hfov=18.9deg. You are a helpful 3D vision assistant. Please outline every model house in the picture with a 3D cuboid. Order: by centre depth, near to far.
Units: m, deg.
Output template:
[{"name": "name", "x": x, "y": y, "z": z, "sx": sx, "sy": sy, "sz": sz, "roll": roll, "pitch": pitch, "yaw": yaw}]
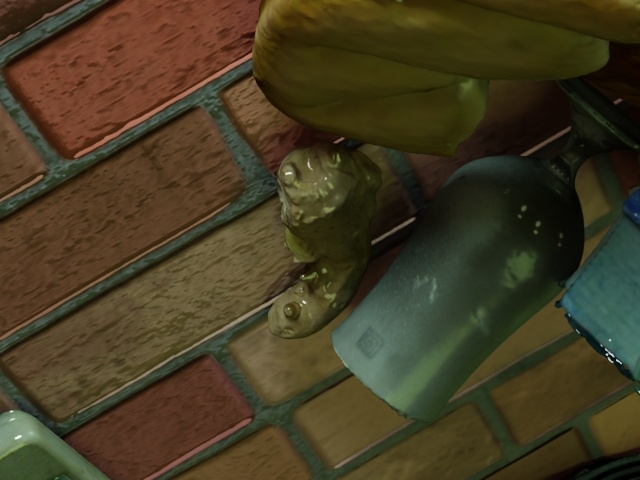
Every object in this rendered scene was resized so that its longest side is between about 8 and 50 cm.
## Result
[{"name": "model house", "x": 0.235, "y": 0.003, "z": 1.152, "sx": 0.148, "sy": 0.119, "sz": 0.148, "roll": -5, "pitch": 128, "yaw": -44}]

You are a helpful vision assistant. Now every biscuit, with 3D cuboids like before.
[{"name": "biscuit", "x": 0.054, "y": -0.106, "z": 1.003, "sx": 0.154, "sy": 0.045, "sz": 0.299, "roll": 22, "pitch": 161, "yaw": -16}]

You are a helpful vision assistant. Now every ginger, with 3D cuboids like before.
[{"name": "ginger", "x": 0.003, "y": 0.000, "z": 1.207, "sx": 0.069, "sy": 0.051, "sz": 0.173, "roll": -24, "pitch": 141, "yaw": -23}]

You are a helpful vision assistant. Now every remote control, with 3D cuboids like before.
[{"name": "remote control", "x": -0.179, "y": 0.195, "z": 1.311, "sx": 0.098, "sy": 0.038, "sz": 0.233, "roll": -33, "pitch": 139, "yaw": 6}]

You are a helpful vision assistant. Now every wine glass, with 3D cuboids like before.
[{"name": "wine glass", "x": 0.109, "y": 0.004, "z": 1.217, "sx": 0.103, "sy": 0.103, "sz": 0.231, "roll": 26, "pitch": 111, "yaw": -43}]

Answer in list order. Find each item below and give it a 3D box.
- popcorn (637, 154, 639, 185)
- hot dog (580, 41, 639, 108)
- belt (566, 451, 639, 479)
[{"name": "popcorn", "x": 0.278, "y": -0.044, "z": 1.274, "sx": 0.126, "sy": 0.126, "sz": 0.145, "roll": -18, "pitch": 161, "yaw": 25}, {"name": "hot dog", "x": 0.164, "y": -0.205, "z": 1.010, "sx": 0.387, "sy": 0.174, "sz": 0.267, "roll": 27, "pitch": 114, "yaw": -31}, {"name": "belt", "x": 0.257, "y": 0.279, "z": 1.506, "sx": 0.267, "sy": 0.206, "sz": 0.116, "roll": -19, "pitch": 138, "yaw": -19}]
